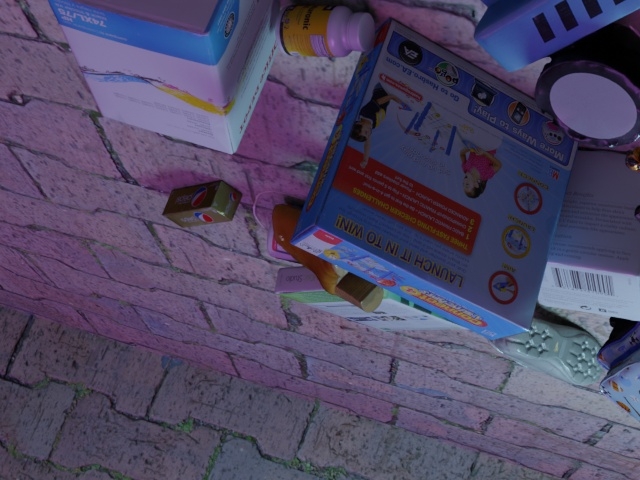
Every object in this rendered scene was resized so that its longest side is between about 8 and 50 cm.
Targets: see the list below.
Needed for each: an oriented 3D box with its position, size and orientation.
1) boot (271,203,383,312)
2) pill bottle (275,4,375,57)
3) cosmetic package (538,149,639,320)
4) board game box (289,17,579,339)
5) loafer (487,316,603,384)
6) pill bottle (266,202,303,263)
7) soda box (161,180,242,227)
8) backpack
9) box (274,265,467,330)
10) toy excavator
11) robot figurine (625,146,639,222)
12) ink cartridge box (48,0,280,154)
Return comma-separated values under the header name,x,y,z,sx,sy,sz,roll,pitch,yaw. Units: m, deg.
name,x,y,z,sx,sy,sz,roll,pitch,yaw
boot,-0.007,-0.014,1.558,0.211,0.104,0.295,34,155,34
pill bottle,0.007,-0.264,1.210,0.116,0.065,0.065,8,156,27
cosmetic package,0.386,-0.009,1.329,0.151,0.183,0.151,10,156,25
board game box,0.155,-0.074,1.214,0.308,0.301,0.086,26,158,-15
loafer,0.450,0.211,1.913,0.319,0.112,0.111,26,172,-35
pill bottle,0.000,0.000,1.803,0.180,0.107,0.108,14,158,14
soda box,-0.238,-0.070,1.905,0.058,0.061,0.181,34,155,-33
backpack,0.618,0.213,1.593,0.263,0.213,0.276,30,160,5
box,0.106,0.111,1.828,0.232,0.058,0.322,-6,160,44
toy excavator,0.166,-0.303,0.842,0.445,0.222,0.433,42,153,-16
robot figurine,0.496,-0.081,1.081,0.291,0.211,0.085,5,-160,17
ink cartridge box,-0.173,-0.272,1.168,0.197,0.198,0.270,16,158,8
